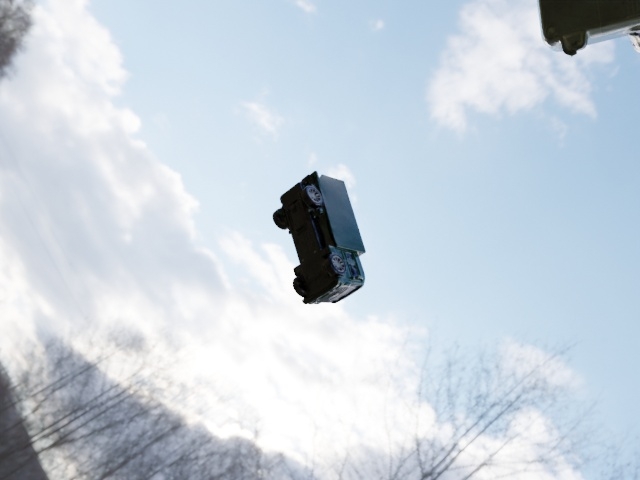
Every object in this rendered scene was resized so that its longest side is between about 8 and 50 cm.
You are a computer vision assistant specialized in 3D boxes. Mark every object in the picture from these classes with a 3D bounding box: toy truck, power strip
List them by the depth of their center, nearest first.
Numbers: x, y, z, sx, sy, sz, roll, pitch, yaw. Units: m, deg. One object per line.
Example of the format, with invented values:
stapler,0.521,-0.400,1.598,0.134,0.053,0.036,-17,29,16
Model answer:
power strip,0.261,-0.314,0.673,0.118,0.046,0.270,-8,-95,27
toy truck,0.000,0.000,0.782,0.065,0.079,0.147,-35,-123,34

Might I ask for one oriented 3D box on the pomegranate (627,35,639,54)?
pomegranate,0.492,-0.283,0.833,0.285,0.285,0.340,46,-6,21
